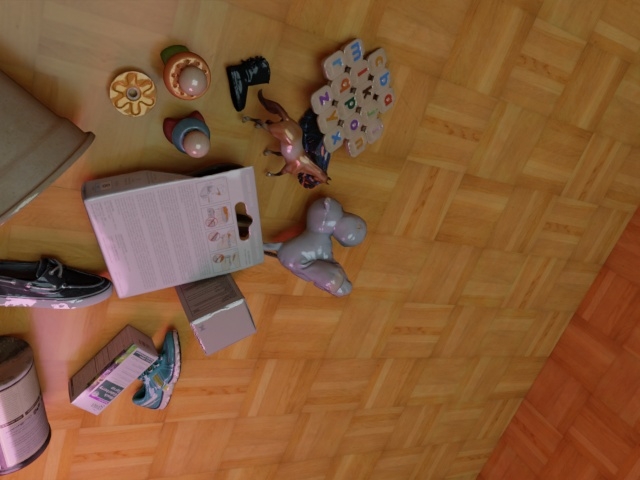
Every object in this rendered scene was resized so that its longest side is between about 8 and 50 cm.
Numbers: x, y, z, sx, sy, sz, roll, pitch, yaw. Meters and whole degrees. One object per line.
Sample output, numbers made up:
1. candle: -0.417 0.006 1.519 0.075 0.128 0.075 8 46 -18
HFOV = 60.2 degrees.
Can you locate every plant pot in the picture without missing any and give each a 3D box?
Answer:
1. plant pot: -0.656 -0.204 1.012 0.334 0.334 0.305 -40 118 -2

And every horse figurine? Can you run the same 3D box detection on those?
1. horse figurine: -0.090 -0.241 1.365 0.066 0.175 0.263 -53 139 -36

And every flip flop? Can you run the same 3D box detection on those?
1. flip flop: -0.305 -0.132 1.380 0.277 0.080 0.112 -18 123 1

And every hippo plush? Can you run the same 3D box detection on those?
1. hippo plush: 0.000 0.000 1.576 0.294 0.234 0.236 29 83 4

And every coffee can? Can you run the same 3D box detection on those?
1. coffee can: -0.792 0.405 1.355 0.202 0.201 0.275 -9 122 -24

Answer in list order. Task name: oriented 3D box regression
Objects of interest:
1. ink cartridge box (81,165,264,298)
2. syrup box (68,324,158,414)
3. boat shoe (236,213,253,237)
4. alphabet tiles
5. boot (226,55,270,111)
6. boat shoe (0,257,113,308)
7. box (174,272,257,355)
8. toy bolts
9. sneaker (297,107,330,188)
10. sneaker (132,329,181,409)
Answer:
1. ink cartridge box: -0.346 -0.036 1.361 0.385 0.091 0.308 -14 130 -15
2. syrup box: -0.570 0.356 1.514 0.237 0.096 0.093 -44 130 0
3. boat shoe: -0.264 -0.038 1.460 0.178 0.064 0.060 5 114 -34
4. alphabet tiles: 0.088 -0.366 1.436 0.278 0.021 0.284 -41 131 -24
5. boot: -0.168 -0.377 1.323 0.099 0.045 0.121 -23 129 -22
6. boat shoe: -0.651 0.091 1.310 0.301 0.108 0.102 4 118 -22
7. box: -0.286 0.165 1.463 0.149 0.232 0.126 -24 127 -14
8. toy bolts: -0.328 -0.283 1.215 0.218 0.158 0.228 -24 127 -14
9. sneaker: -0.012 -0.250 1.468 0.087 0.083 0.221 -24 127 -60
10. sneaker: -0.466 0.378 1.585 0.110 0.107 0.275 14 111 -24
